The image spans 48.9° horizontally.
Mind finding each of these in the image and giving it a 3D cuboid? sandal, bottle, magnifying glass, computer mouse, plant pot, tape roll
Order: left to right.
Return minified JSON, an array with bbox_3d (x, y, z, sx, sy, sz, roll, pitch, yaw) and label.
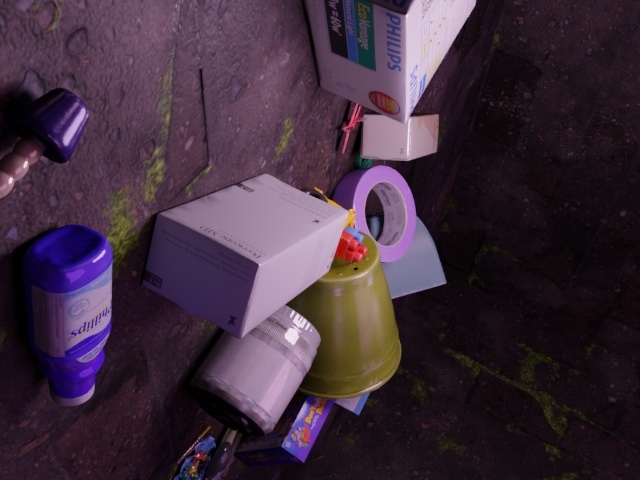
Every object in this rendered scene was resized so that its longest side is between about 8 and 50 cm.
[{"bbox_3d":[-0.354,0.117,0.994,0.118,0.092,0.283,-45,154,-51],"label":"bottle"},{"bbox_3d":[-0.302,0.655,1.891,0.242,0.041,0.071,-61,172,-8],"label":"computer mouse"},{"bbox_3d":[-0.204,0.508,1.991,0.120,0.086,0.303,21,90,-74],"label":"sandal"},{"bbox_3d":[0.040,0.166,1.875,0.366,0.366,0.353,-47,146,-45],"label":"plant pot"},{"bbox_3d":[0.131,-0.216,2.101,0.092,0.026,0.231,-56,159,-28],"label":"magnifying glass"},{"bbox_3d":[0.155,-0.072,2.003,0.275,0.090,0.275,4,85,-45],"label":"tape roll"},{"bbox_3d":[0.214,0.035,2.227,0.248,0.247,0.252,-13,97,-23],"label":"plant pot"}]

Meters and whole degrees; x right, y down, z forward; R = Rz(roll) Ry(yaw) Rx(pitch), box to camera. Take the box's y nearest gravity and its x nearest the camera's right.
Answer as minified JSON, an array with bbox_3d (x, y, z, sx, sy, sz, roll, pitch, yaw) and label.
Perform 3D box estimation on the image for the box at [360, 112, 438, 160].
[{"bbox_3d":[0.234,-0.305,2.031,0.311,0.148,0.121,-27,121,-65],"label":"box"}]

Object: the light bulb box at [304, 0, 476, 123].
[{"bbox_3d":[0.157,-0.503,1.421,0.361,0.225,0.358,-59,163,-17],"label":"light bulb box"}]

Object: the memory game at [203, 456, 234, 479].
[{"bbox_3d":[-0.299,0.674,2.079,0.186,0.012,0.186,-55,161,-31],"label":"memory game"}]

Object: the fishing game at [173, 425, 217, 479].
[{"bbox_3d":[-0.328,0.609,1.857,0.189,0.041,0.264,-41,152,-50],"label":"fishing game"}]

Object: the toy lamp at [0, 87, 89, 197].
[{"bbox_3d":[-0.356,-0.056,0.771,0.274,0.080,0.080,-58,162,-20],"label":"toy lamp"}]

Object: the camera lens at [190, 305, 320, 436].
[{"bbox_3d":[-0.151,0.295,1.632,0.274,0.219,0.219,-56,161,-25],"label":"camera lens"}]

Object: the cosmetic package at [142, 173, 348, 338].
[{"bbox_3d":[-0.127,0.011,1.324,0.385,0.217,0.156,-34,146,-63],"label":"cosmetic package"}]

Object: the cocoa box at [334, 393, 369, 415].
[{"bbox_3d":[0.062,0.386,2.246,0.231,0.228,0.347,-63,178,-5],"label":"cocoa box"}]

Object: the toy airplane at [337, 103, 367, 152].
[{"bbox_3d":[0.082,-0.305,1.812,0.151,0.028,0.151,-55,162,-28],"label":"toy airplane"}]

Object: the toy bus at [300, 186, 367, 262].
[{"bbox_3d":[0.000,0.000,1.689,0.220,0.211,0.149,-43,154,-48],"label":"toy bus"}]

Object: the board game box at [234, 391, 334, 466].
[{"bbox_3d":[-0.105,0.516,2.001,0.347,0.078,0.233,-31,-157,55],"label":"board game box"}]
